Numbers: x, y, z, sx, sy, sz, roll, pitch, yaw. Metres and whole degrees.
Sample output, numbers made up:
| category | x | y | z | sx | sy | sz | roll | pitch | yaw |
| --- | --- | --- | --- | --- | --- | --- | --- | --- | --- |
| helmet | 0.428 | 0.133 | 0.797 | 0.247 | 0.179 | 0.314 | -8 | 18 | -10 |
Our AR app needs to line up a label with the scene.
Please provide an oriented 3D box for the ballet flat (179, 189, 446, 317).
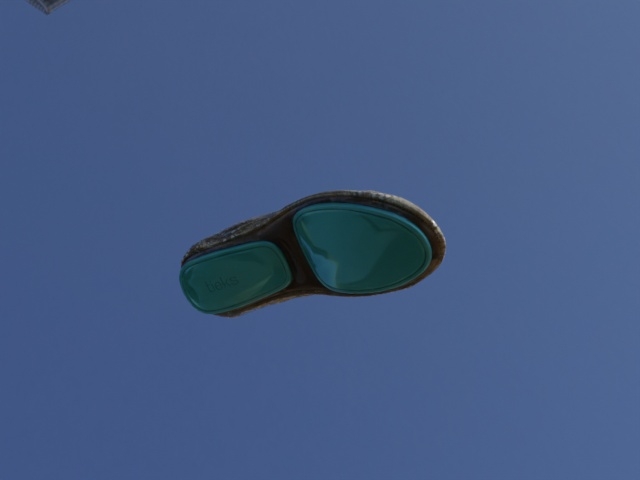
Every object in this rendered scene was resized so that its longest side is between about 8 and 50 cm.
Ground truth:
| category | x | y | z | sx | sy | sz | roll | pitch | yaw |
| --- | --- | --- | --- | --- | --- | --- | --- | --- | --- |
| ballet flat | 0.000 | 0.000 | 0.974 | 0.206 | 0.067 | 0.073 | -9 | -71 | 38 |

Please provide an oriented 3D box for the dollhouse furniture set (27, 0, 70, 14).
| category | x | y | z | sx | sy | sz | roll | pitch | yaw |
| --- | --- | --- | --- | --- | --- | --- | --- | --- | --- |
| dollhouse furniture set | -0.214 | -0.194 | 1.066 | 0.286 | 0.303 | 0.198 | -40 | -26 | -28 |
